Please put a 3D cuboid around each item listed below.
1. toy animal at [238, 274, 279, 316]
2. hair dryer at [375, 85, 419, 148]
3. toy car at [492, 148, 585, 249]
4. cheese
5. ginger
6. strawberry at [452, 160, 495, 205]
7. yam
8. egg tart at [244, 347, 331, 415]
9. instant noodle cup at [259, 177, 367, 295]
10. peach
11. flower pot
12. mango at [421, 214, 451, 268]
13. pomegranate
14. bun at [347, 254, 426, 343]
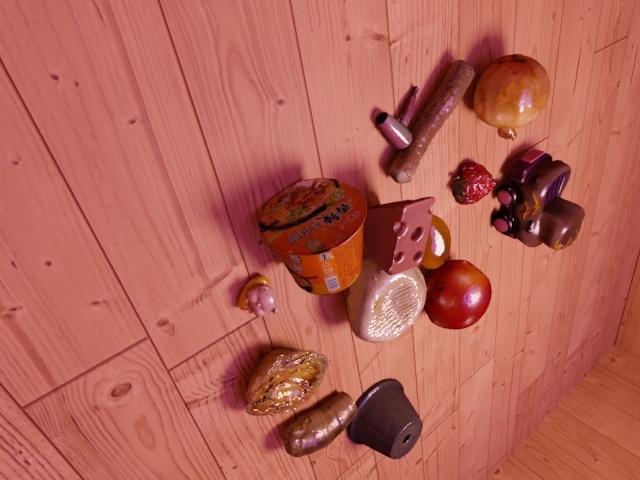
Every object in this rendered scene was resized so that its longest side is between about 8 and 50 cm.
[{"bbox_3d":[-0.137,0.146,1.049,0.091,0.082,0.114,-34,130,-21],"label":"toy animal"},{"bbox_3d":[0.206,-0.321,1.135,0.106,0.054,0.154,38,75,-39],"label":"hair dryer"},{"bbox_3d":[0.773,-0.126,1.559,0.271,0.240,0.340,-33,131,-26],"label":"toy car"},{"bbox_3d":[0.169,-0.044,1.142,0.128,0.177,0.202,-20,129,-32],"label":"cheese"},{"bbox_3d":[0.001,0.557,1.357,0.263,0.116,0.109,-25,166,-34],"label":"ginger"},{"bbox_3d":[0.487,-0.171,1.409,0.192,0.085,0.140,34,86,-46],"label":"strawberry"},{"bbox_3d":[0.289,-0.308,1.177,0.081,0.081,0.356,33,87,-44],"label":"yam"},{"bbox_3d":[-0.095,0.358,1.186,0.252,0.098,0.231,-19,129,-27],"label":"egg tart"},{"bbox_3d":[0.000,0.000,1.008,0.230,0.230,0.182,-39,140,-19],"label":"instant noodle cup"},{"bbox_3d":[0.433,0.177,1.458,0.244,0.199,0.243,-13,120,-23],"label":"peach"},{"bbox_3d":[0.242,0.631,1.551,0.269,0.166,0.268,-17,119,-33],"label":"flower pot"},{"bbox_3d":[0.344,0.002,1.376,0.115,0.090,0.177,-16,113,-25],"label":"mango"},{"bbox_3d":[0.526,-0.410,1.254,0.207,0.207,0.207,-18,122,-32],"label":"pomegranate"},{"bbox_3d":[0.175,0.147,1.257,0.259,0.160,0.259,-12,118,-24],"label":"bun"}]
